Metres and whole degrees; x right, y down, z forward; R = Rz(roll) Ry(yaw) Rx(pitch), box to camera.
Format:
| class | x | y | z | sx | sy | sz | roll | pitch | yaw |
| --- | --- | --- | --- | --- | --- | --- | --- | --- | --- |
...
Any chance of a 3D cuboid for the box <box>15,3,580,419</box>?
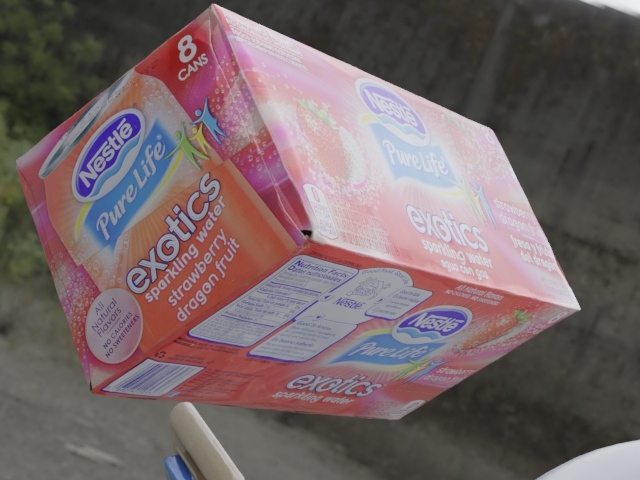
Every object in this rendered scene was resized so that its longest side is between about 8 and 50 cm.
| class | x | y | z | sx | sy | sz | roll | pitch | yaw |
| --- | --- | --- | --- | --- | --- | --- | --- | --- | --- |
| box | 0.000 | 0.000 | 0.820 | 0.300 | 0.154 | 0.142 | 14 | 48 | -55 |

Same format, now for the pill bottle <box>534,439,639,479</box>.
| class | x | y | z | sx | sy | sz | roll | pitch | yaw |
| --- | --- | --- | --- | --- | --- | --- | --- | --- | --- |
| pill bottle | 0.087 | 0.221 | 0.490 | 0.181 | 0.181 | 0.323 | 23 | -44 | 4 |

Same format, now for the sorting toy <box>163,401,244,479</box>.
| class | x | y | z | sx | sy | sz | roll | pitch | yaw |
| --- | --- | --- | --- | --- | --- | --- | --- | --- | --- |
| sorting toy | -0.029 | 0.090 | 0.414 | 0.012 | 0.062 | 0.083 | -9 | 22 | -20 |
